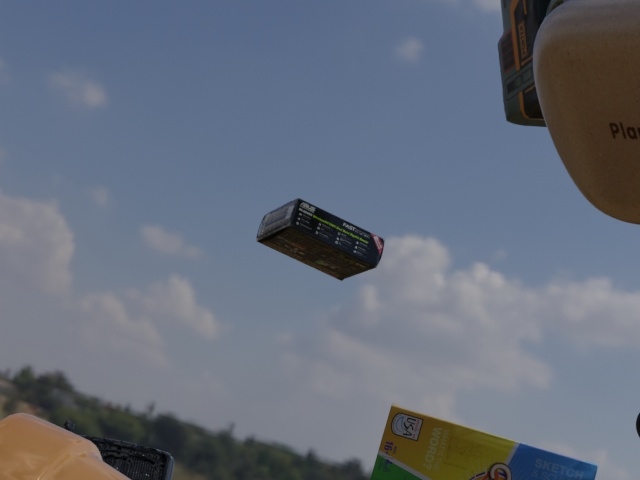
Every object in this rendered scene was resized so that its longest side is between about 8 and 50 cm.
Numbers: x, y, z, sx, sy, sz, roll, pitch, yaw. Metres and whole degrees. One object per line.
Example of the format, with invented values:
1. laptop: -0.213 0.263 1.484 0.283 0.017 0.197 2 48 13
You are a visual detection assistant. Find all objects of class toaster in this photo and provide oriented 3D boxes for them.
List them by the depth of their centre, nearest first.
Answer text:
1. toaster: -0.303 0.366 2.090 0.168 0.110 0.186 12 35 -5

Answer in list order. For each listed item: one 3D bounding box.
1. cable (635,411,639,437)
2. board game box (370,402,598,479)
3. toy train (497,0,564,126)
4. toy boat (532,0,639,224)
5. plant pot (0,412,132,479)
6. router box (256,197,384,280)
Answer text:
1. cable: 0.513 0.219 2.088 0.150 0.184 0.047 -4 31 -37
2. board game box: 0.224 0.399 2.166 0.316 0.242 0.064 15 -4 5
3. toy train: 0.242 -0.266 1.435 0.142 0.334 0.190 -1 -13 -21
4. toy boat: 0.237 -0.095 0.865 0.231 0.151 0.151 10 -56 59
5. plant pot: -0.188 0.303 1.129 0.203 0.291 0.291 18 -9 10
6. router box: 0.000 0.000 1.698 0.122 0.038 0.092 26 -23 -20
